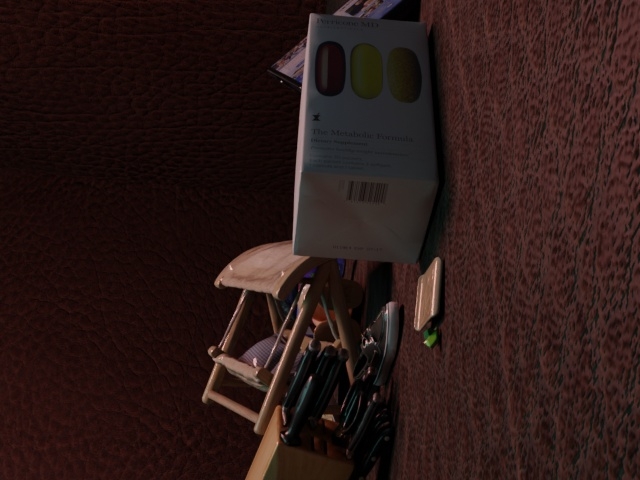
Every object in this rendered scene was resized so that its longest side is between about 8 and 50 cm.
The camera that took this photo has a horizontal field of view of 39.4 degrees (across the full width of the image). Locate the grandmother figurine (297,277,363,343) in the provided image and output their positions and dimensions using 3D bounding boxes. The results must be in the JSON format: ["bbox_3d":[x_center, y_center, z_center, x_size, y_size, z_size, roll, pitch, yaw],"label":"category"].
[{"bbox_3d":[0.008,0.109,1.546,0.342,0.104,0.208,153,128,-83],"label":"grandmother figurine"}]

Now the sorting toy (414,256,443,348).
[{"bbox_3d":[0.101,0.063,0.829,0.062,0.012,0.083,118,160,-68],"label":"sorting toy"}]

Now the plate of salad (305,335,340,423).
[{"bbox_3d":[-0.011,0.249,1.566,0.200,0.048,0.200,159,90,-87],"label":"plate of salad"}]

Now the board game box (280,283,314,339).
[{"bbox_3d":[-0.046,0.153,1.985,0.186,0.026,0.126,62,-158,-23],"label":"board game box"}]

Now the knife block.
[{"bbox_3d":[-0.038,0.257,1.054,0.088,0.275,0.242,-95,-19,-70],"label":"knife block"}]

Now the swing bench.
[{"bbox_3d":[-0.044,0.121,1.241,0.253,0.165,0.255,179,96,-66],"label":"swing bench"}]

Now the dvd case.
[{"bbox_3d":[0.021,-0.268,1.205,0.022,0.180,0.253,49,-179,-20],"label":"dvd case"}]

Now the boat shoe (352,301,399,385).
[{"bbox_3d":[0.066,0.126,1.061,0.049,0.040,0.142,-89,5,-45],"label":"boat shoe"}]

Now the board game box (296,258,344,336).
[{"bbox_3d":[0.000,0.000,1.927,0.233,0.078,0.347,99,175,-45],"label":"board game box"}]

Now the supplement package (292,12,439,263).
[{"bbox_3d":[0.044,-0.114,0.965,0.134,0.139,0.244,97,175,-51],"label":"supplement package"}]
